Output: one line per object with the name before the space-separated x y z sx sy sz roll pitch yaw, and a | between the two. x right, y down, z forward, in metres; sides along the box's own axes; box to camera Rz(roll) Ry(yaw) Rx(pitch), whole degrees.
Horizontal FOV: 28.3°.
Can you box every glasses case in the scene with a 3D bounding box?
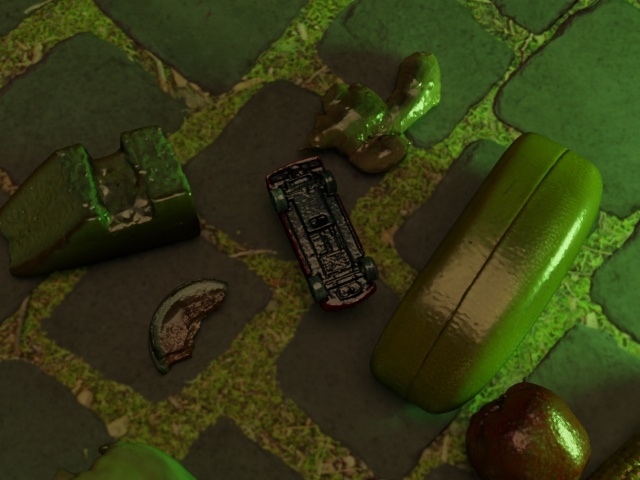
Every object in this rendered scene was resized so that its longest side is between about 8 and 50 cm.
glasses case | 0.211 0.036 1.504 0.141 0.173 0.371 32 70 12

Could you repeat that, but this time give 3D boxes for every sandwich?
sandwich | -0.169 0.097 1.536 0.067 0.029 0.135 28 70 8
sandwich | -0.275 -0.039 1.534 0.236 0.128 0.122 -18 63 -10

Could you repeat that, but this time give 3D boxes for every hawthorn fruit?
hawthorn fruit | 0.242 0.236 1.460 0.133 0.133 0.138 -43 93 -17

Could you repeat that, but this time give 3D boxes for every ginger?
ginger | 0.073 -0.175 1.639 0.133 0.059 0.214 30 72 3

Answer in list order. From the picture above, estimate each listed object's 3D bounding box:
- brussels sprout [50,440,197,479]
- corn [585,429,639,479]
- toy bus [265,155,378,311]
brussels sprout | -0.187 0.354 1.254 0.276 0.371 0.315 -37 75 -26
corn | 0.407 0.249 1.478 0.313 0.102 0.102 -41 76 -14
toy bus | 0.000 0.000 1.550 0.081 0.089 0.195 -21 71 -10
